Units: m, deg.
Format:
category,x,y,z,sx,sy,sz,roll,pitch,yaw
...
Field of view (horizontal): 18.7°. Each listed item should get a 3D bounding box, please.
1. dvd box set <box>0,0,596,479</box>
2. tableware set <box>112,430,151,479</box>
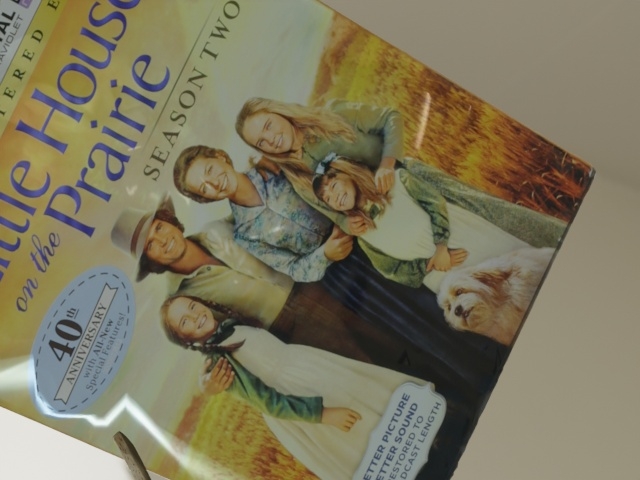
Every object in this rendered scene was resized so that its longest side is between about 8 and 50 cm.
category,x,y,z,sx,sy,sz,roll,pitch,yaw
dvd box set,-0.054,-0.003,1.193,0.420,0.308,0.062,29,176,-29
tableware set,-0.037,0.168,0.792,0.128,0.039,0.194,48,-179,-30
